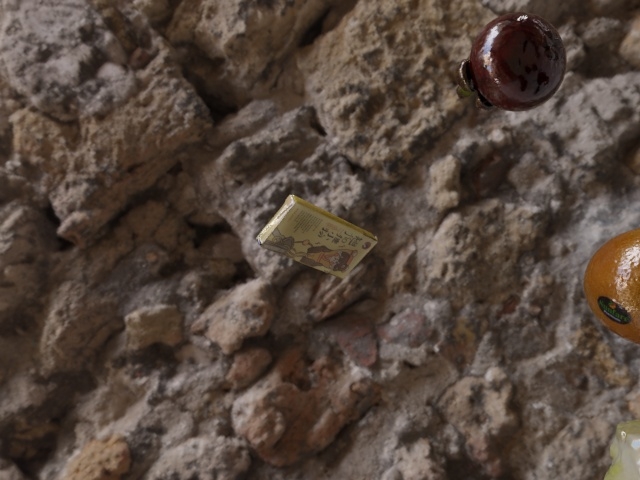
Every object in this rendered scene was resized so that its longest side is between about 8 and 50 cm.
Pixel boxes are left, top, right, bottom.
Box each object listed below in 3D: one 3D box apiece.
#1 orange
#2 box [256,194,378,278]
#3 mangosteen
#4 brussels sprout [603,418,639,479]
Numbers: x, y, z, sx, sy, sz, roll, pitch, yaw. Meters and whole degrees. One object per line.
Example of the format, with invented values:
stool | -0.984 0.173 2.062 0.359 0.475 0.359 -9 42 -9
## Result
orange | 0.510 0.070 0.904 0.206 0.206 0.206 -43 -8 -7
box | 0.000 0.000 0.723 0.149 0.020 0.073 23 -64 -39
mangosteen | 0.402 -0.378 1.301 0.215 0.215 0.258 -39 16 -34
brussels sprout | 0.561 0.437 0.893 0.243 0.316 0.273 -20 16 22
